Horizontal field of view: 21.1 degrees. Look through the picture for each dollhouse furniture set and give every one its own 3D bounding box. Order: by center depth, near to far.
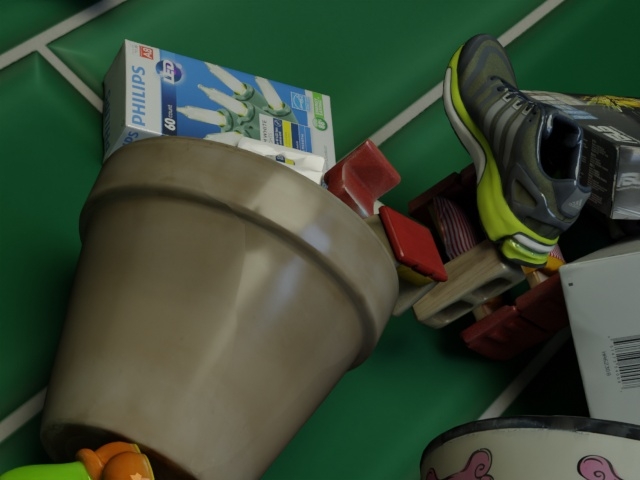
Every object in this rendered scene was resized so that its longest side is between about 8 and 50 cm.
[{"bbox_3d":[0.151,-0.017,1.890,0.374,0.152,0.201,27,36,-55],"label":"dollhouse furniture set"}]

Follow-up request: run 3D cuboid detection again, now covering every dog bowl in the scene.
[{"bbox_3d":[0.279,0.319,1.645,0.408,0.408,0.150,24,62,-15],"label":"dog bowl"}]

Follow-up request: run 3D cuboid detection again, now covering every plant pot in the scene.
[{"bbox_3d":[-0.124,0.107,1.635,0.323,0.323,0.280,30,61,-8],"label":"plant pot"}]

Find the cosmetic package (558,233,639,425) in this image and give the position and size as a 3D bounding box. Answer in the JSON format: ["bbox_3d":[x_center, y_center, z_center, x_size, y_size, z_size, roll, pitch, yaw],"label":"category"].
[{"bbox_3d":[0.387,0.108,1.910,0.224,0.138,0.224,-18,96,-61],"label":"cosmetic package"}]

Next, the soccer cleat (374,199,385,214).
[{"bbox_3d":[0.000,0.000,1.955,0.076,0.068,0.196,33,41,29],"label":"soccer cleat"}]

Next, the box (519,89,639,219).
[{"bbox_3d":[0.431,-0.104,2.097,0.318,0.097,0.395,0,14,-12],"label":"box"}]

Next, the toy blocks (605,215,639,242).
[{"bbox_3d":[0.563,0.034,2.150,0.288,0.260,0.309,11,49,-25],"label":"toy blocks"}]

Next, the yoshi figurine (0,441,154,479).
[{"bbox_3d":[-0.308,0.277,1.398,0.362,0.203,0.203,-7,67,-17],"label":"yoshi figurine"}]

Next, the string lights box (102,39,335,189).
[{"bbox_3d":[-0.116,-0.126,1.966,0.259,0.077,0.133,13,50,-24],"label":"string lights box"}]

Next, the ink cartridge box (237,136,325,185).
[{"bbox_3d":[-0.060,-0.029,1.855,0.104,0.060,0.180,13,73,-1],"label":"ink cartridge box"}]

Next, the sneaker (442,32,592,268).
[{"bbox_3d":[0.224,-0.117,1.867,0.111,0.121,0.300,17,45,-37],"label":"sneaker"}]
